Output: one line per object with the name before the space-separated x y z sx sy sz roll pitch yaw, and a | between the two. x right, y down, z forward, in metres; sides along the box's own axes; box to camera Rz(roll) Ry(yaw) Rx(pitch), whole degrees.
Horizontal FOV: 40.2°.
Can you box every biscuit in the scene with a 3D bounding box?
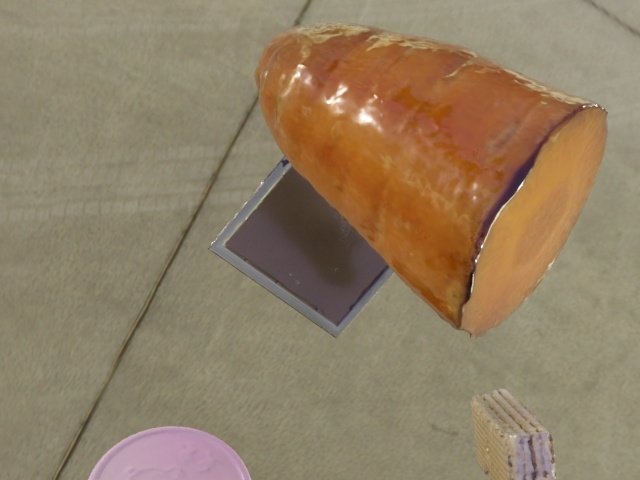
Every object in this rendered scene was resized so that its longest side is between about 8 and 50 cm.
biscuit | 0.232 0.258 1.065 0.062 0.239 0.108 -6 92 1

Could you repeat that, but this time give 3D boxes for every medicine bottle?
medicine bottle | -0.194 0.401 1.104 0.202 0.315 0.202 7 43 -6

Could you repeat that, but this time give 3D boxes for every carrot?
carrot | 0.048 -0.059 0.561 0.225 0.159 0.159 32 57 21

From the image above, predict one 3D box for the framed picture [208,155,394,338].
framed picture | 0.000 0.000 1.291 0.273 0.016 0.216 39 95 -31
